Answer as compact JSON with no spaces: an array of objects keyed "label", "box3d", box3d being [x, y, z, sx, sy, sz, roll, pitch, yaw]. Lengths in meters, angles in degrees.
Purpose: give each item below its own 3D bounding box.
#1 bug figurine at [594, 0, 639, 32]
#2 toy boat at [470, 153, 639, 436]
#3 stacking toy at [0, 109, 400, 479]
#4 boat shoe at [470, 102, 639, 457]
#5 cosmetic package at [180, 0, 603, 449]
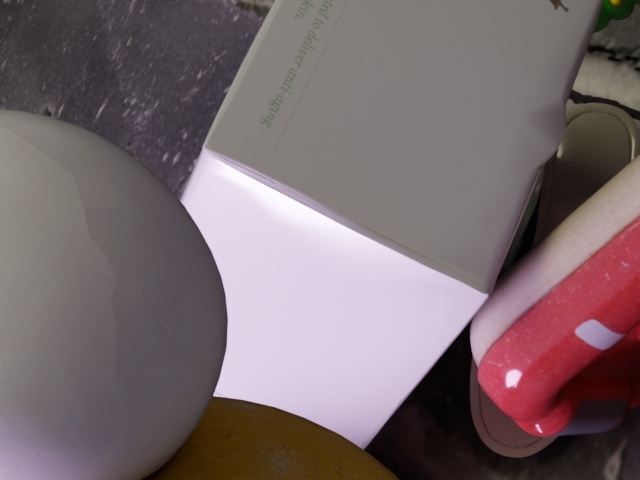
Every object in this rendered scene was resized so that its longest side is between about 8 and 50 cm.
[{"label":"bug figurine","box3d":[0.205,-0.208,0.996,0.216,0.072,0.279,-24,46,11]},{"label":"toy boat","box3d":[0.192,0.039,0.841,0.231,0.151,0.151,-44,62,30]},{"label":"stacking toy","box3d":[-0.042,0.179,0.617,0.350,0.480,0.350,-16,27,8]},{"label":"boat shoe","box3d":[0.138,0.027,1.018,0.065,0.075,0.206,58,-132,-72]},{"label":"cosmetic package","box3d":[0.000,0.000,0.995,0.197,0.155,0.365,-65,2,-32]}]
